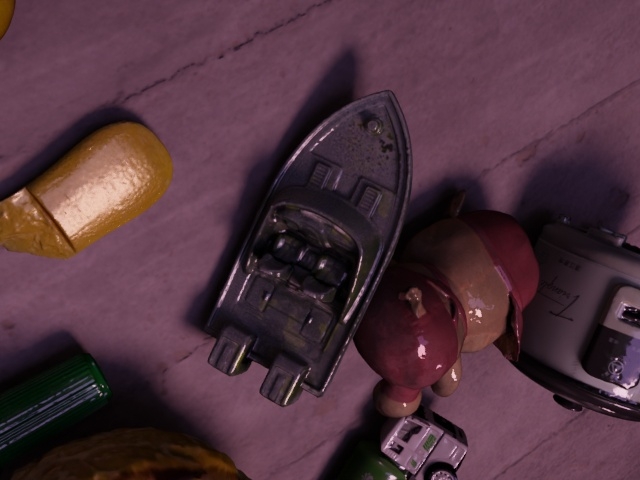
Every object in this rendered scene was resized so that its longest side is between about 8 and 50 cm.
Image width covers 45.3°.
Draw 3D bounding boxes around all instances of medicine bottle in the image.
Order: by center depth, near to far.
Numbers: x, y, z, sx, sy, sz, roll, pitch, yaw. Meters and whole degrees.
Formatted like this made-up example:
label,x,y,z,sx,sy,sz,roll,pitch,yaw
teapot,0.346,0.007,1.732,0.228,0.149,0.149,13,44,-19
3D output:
label,x,y,z,sx,sy,sz,roll,pitch,yaw
medicine bottle,-0.334,0.195,0.680,0.309,0.076,0.111,-30,132,-18

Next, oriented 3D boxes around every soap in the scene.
label,x,y,z,sx,sy,sz,roll,pitch,yaw
soap,-0.207,-0.036,0.675,0.168,0.033,0.089,-40,124,-9

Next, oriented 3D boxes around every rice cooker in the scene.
label,x,y,z,sx,sy,sz,roll,pitch,yaw
rice cooker,0.351,0.106,0.956,0.281,0.241,0.227,21,100,3

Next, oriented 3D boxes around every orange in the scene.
label,x,y,z,sx,sy,sz,roll,pitch,yaw
orange,-0.177,0.317,0.749,0.271,0.210,0.368,-45,126,-15

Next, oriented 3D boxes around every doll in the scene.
label,x,y,z,sx,sy,sz,roll,pitch,yaw
doll,0.138,0.069,0.862,0.256,0.152,0.196,-30,115,-30

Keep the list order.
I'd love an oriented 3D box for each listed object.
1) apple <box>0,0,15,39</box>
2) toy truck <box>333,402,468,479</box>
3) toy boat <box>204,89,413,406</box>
label,x,y,z,sx,sy,sz,roll,pitch,yaw
apple,-0.264,-0.177,0.551,0.090,0.074,0.089,-21,118,-46
toy truck,0.079,0.319,0.970,0.125,0.101,0.242,34,95,4
toy boat,0.000,0.000,0.754,0.319,0.141,0.092,-65,164,6
